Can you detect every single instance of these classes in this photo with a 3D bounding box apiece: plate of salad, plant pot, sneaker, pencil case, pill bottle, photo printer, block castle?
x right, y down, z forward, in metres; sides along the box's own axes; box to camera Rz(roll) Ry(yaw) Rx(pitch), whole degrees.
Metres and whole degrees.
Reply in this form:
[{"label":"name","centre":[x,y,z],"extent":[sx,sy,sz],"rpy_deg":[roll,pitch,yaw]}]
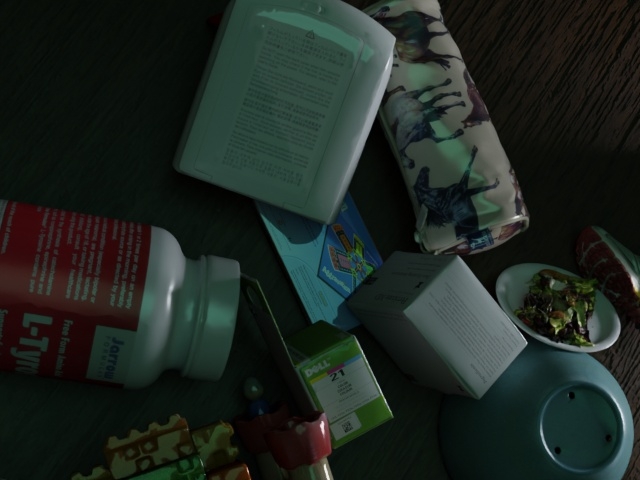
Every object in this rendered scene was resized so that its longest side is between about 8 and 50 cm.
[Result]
[{"label":"plate of salad","centre":[0.363,0.092,1.885],"extent":[0.200,0.048,0.200],"rpy_deg":[13,37,-10]},{"label":"plant pot","centre":[0.339,0.276,1.821],"extent":[0.290,0.195,0.290],"rpy_deg":[2,79,-12]},{"label":"sneaker","centre":[0.493,0.062,1.965],"extent":[0.225,0.088,0.093],"rpy_deg":[47,53,-2]},{"label":"pencil case","centre":[0.163,-0.171,1.881],"extent":[0.183,0.160,0.410],"rpy_deg":[-20,85,-28]},{"label":"pill bottle","centre":[-0.325,0.077,1.686],"extent":[0.407,0.229,0.229],"rpy_deg":[10,78,-11]},{"label":"photo printer","centre":[-0.046,-0.206,1.784],"extent":[0.256,0.107,0.307],"rpy_deg":[19,101,-4]},{"label":"block castle","centre":[-0.215,0.334,1.630],"extent":[0.453,0.303,0.213],"rpy_deg":[-17,91,-15]}]

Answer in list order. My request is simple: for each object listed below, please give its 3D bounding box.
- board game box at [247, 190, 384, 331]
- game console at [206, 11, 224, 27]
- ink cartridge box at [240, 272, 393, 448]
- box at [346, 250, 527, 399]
[{"label":"board game box","centre":[0.000,0.000,1.880],"extent":[0.145,0.027,0.281],"rpy_deg":[-24,86,-15]},{"label":"game console","centre":[-0.081,-0.317,1.888],"extent":[0.144,0.085,0.124],"rpy_deg":[-23,85,-15]},{"label":"ink cartridge box","centre":[-0.015,0.142,1.738],"extent":[0.097,0.189,0.255],"rpy_deg":[-26,99,-11]},{"label":"box","centre":[0.165,0.119,1.797],"extent":[0.119,0.181,0.182],"rpy_deg":[-46,109,-18]}]
